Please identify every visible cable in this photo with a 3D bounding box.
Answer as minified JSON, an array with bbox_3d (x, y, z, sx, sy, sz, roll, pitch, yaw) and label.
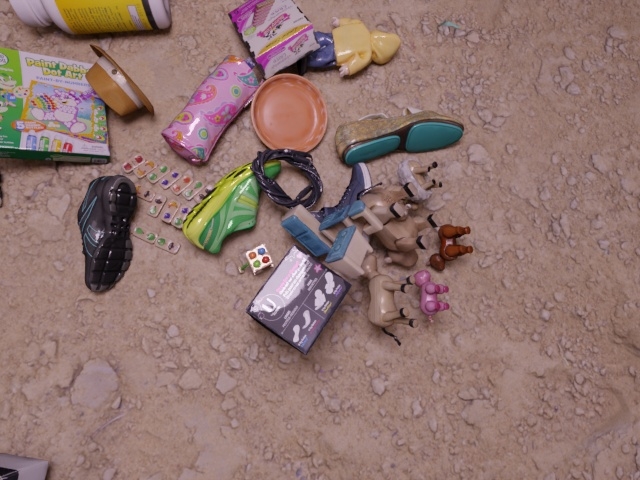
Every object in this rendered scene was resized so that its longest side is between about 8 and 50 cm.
[{"bbox_3d":[-0.081,-0.145,0.943,0.184,0.047,0.151,1,76,-36],"label":"cable"}]

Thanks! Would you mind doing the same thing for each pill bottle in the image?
[{"bbox_3d":[-0.558,-0.613,0.985,0.333,0.188,0.188,-9,79,-8],"label":"pill bottle"}]

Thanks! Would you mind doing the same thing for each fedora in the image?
[{"bbox_3d":[-0.482,-0.357,0.943,0.079,0.194,0.194,-44,86,-8],"label":"fedora"}]

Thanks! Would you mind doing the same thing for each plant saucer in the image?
[{"bbox_3d":[-0.080,-0.318,1.026,0.200,0.037,0.200,-2,97,-18],"label":"plant saucer"}]

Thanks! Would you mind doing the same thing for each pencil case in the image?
[{"bbox_3d":[-0.261,-0.323,0.992,0.124,0.124,0.284,33,75,1],"label":"pencil case"}]

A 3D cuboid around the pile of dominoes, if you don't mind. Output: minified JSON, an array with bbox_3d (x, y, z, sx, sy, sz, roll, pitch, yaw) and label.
[{"bbox_3d":[-0.401,-0.099,0.966,0.251,0.040,0.196,25,76,-1],"label":"pile of dominoes"}]

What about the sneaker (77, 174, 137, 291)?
[{"bbox_3d":[-0.492,-0.018,0.914,0.106,0.101,0.267,10,88,21],"label":"sneaker"}]

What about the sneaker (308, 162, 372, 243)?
[{"bbox_3d":[0.040,-0.092,0.993,0.163,0.086,0.226,5,78,-8],"label":"sneaker"}]

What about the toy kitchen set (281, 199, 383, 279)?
[{"bbox_3d":[0.000,0.000,0.815,0.122,0.207,0.166,43,50,-20],"label":"toy kitchen set"}]

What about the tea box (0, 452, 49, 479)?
[{"bbox_3d":[-0.675,0.547,0.629,0.220,0.323,0.329,4,77,8],"label":"tea box"}]

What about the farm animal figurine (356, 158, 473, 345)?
[{"bbox_3d":[0.178,0.014,0.923,0.330,0.172,0.327,-36,105,-35],"label":"farm animal figurine"}]

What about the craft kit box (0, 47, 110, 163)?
[{"bbox_3d":[-0.634,-0.306,0.925,0.249,0.061,0.247,-4,74,-36],"label":"craft kit box"}]

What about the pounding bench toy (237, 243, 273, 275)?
[{"bbox_3d":[-0.158,0.052,0.948,0.083,0.065,0.052,-26,82,-11],"label":"pounding bench toy"}]

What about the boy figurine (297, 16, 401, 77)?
[{"bbox_3d":[0.074,-0.529,1.092,0.285,0.092,0.177,-11,78,-10],"label":"boy figurine"}]

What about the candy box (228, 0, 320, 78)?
[{"bbox_3d":[-0.123,-0.535,1.019,0.159,0.071,0.233,-31,59,2],"label":"candy box"}]

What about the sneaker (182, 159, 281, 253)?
[{"bbox_3d":[-0.199,-0.090,0.969,0.295,0.109,0.123,-49,124,-23],"label":"sneaker"}]

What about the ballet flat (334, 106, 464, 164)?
[{"bbox_3d":[0.202,-0.289,1.048,0.348,0.123,0.123,-13,80,-9],"label":"ballet flat"}]

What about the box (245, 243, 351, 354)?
[{"bbox_3d":[-0.053,0.128,0.850,0.142,0.247,0.163,35,76,1],"label":"box"}]
